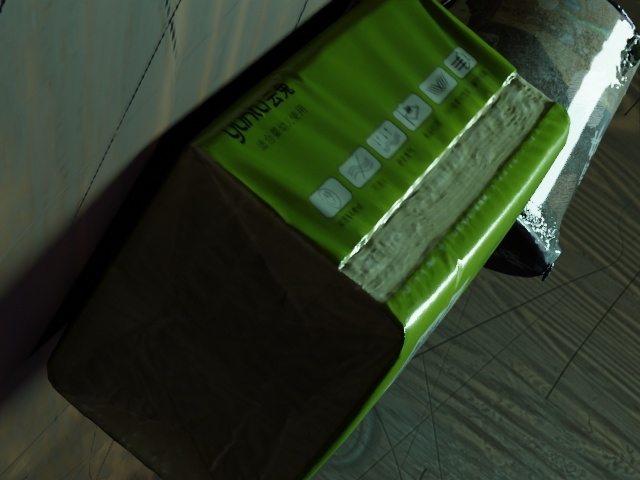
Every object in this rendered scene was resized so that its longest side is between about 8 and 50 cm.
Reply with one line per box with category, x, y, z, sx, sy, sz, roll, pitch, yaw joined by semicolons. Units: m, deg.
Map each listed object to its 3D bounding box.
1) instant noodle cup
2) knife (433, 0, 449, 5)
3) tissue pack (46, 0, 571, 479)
instant noodle cup;0.143;-0.109;1.472;0.207;0.217;0.217;-58;178;-13
knife;0.013;-0.090;1.210;0.123;0.053;0.278;-42;170;-41
tissue pack;0.000;0.000;1.049;0.200;0.167;0.275;-52;178;37
